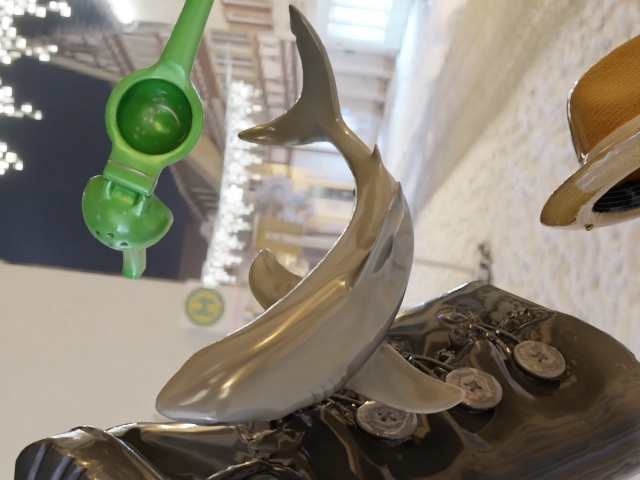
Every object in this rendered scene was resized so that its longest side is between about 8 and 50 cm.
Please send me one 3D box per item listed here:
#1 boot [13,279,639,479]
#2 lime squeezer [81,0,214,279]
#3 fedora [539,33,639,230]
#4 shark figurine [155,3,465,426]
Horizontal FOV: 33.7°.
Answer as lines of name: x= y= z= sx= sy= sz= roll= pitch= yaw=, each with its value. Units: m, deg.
boot: x=0.093 y=0.192 z=0.669 sx=0.445 sy=0.367 sz=0.146 roll=-10 pitch=-47 yaw=-45
lime squeezer: x=-0.094 y=-0.061 z=0.645 sx=0.110 sy=0.059 sz=0.310 roll=-43 pitch=-19 yaw=-50
fedora: x=0.206 y=-0.075 z=0.636 sx=0.194 sy=0.194 sz=0.079 roll=96 pitch=154 yaw=-72
shark figurine: x=0.020 y=-0.014 z=0.608 sx=0.116 sy=0.166 sz=0.278 roll=105 pitch=177 yaw=-49
